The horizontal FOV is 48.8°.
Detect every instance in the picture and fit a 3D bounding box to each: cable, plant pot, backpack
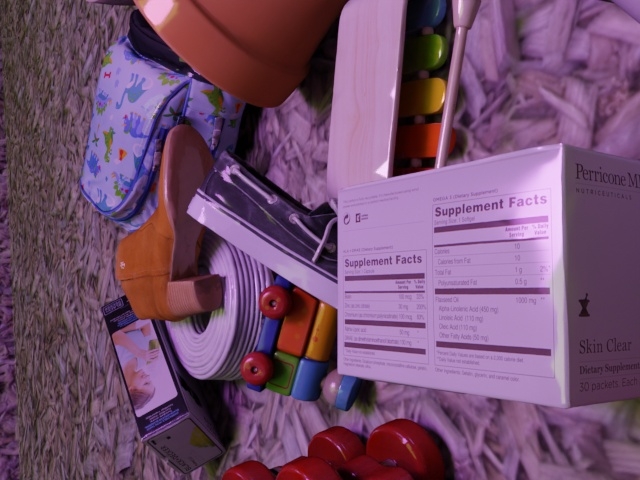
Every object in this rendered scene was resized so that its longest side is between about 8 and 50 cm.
[{"bbox_3d":[-0.168,0.098,1.150,0.257,0.089,0.257,-36,59,47],"label":"cable"},{"bbox_3d":[-0.085,-0.352,0.937,0.203,0.291,0.290,-39,55,27],"label":"plant pot"},{"bbox_3d":[-0.269,-0.185,1.212,0.290,0.273,0.355,39,132,35],"label":"backpack"}]

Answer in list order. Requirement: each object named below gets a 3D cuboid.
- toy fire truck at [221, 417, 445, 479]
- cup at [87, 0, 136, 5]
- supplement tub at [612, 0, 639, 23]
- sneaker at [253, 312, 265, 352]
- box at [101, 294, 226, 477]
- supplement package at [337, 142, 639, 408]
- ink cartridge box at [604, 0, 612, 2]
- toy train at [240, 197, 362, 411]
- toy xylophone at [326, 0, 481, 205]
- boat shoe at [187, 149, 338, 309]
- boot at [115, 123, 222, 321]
[{"bbox_3d":[0.029,0.354,0.799,0.302,0.169,0.253,-26,78,52],"label":"toy fire truck"},{"bbox_3d":[-0.254,-0.546,1.202,0.331,0.237,0.331,-8,80,55],"label":"cup"},{"bbox_3d":[0.304,-0.181,0.385,0.235,0.236,0.324,-58,44,34],"label":"supplement tub"},{"bbox_3d":[-0.057,0.134,1.022,0.188,0.067,0.078,-62,33,23],"label":"sneaker"},{"bbox_3d":[-0.272,0.239,1.217,0.290,0.087,0.169,58,174,41],"label":"box"},{"bbox_3d":[0.175,0.030,0.524,0.204,0.262,0.145,-7,82,54],"label":"supplement package"},{"bbox_3d":[0.176,-0.318,0.545,0.115,0.273,0.198,41,120,48],"label":"ink cartridge box"},{"bbox_3d":[0.003,0.085,0.890,0.143,0.105,0.248,17,96,13],"label":"toy train"},{"bbox_3d":[0.096,-0.157,0.808,0.236,0.081,0.322,21,104,53],"label":"toy xylophone"},{"bbox_3d":[0.000,0.000,0.813,0.306,0.113,0.105,31,96,10],"label":"boat shoe"},{"bbox_3d":[-0.253,-0.018,1.099,0.211,0.104,0.295,-6,90,43],"label":"boot"}]
